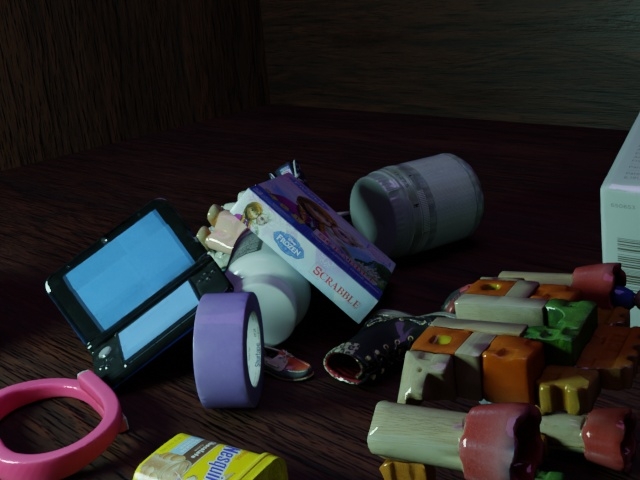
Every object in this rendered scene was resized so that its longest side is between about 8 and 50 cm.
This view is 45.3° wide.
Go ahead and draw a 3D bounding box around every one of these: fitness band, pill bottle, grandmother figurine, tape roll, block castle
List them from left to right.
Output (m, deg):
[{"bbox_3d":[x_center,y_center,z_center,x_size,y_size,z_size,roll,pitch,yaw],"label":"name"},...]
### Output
[{"bbox_3d":[-0.431,0.287,1.217,0.209,0.054,0.291,-18,22,-32],"label":"fitness band"},{"bbox_3d":[-0.146,0.178,1.252,0.080,0.189,0.189,-2,20,6],"label":"tape roll"},{"bbox_3d":[-0.105,0.084,1.527,0.176,0.176,0.318,-4,19,2],"label":"pill bottle"},{"bbox_3d":[-0.109,0.011,1.772,0.342,0.208,0.104,20,-6,21],"label":"grandmother figurine"},{"bbox_3d":[0.258,0.221,0.873,0.213,0.303,0.453,1,19,34],"label":"block castle"}]

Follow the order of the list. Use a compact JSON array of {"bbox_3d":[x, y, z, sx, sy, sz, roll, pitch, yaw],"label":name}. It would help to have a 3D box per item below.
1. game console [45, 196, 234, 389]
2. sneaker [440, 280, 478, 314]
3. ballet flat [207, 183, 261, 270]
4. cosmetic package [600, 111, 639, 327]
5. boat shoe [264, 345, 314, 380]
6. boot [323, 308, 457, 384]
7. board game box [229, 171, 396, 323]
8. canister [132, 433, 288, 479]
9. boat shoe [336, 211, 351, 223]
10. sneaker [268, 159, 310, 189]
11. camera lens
[{"bbox_3d":[-0.340,0.089,1.411,0.293,0.173,0.250,-38,24,-6],"label":"game console"},{"bbox_3d":[0.362,0.130,1.399,0.276,0.098,0.135,-2,17,4],"label":"sneaker"},{"bbox_3d":[-0.211,-0.053,2.010,0.147,0.147,0.409,1,21,16],"label":"ballet flat"},{"bbox_3d":[0.710,-0.047,1.347,0.327,0.329,0.394,8,40,33],"label":"cosmetic package"},{"bbox_3d":[-0.073,0.213,1.356,0.137,0.043,0.049,10,22,32],"label":"boat shoe"},{"bbox_3d":[0.140,0.190,1.312,0.236,0.085,0.178,3,22,39],"label":"boot"},{"bbox_3d":[0.000,0.000,1.546,0.318,0.066,0.318,41,15,1],"label":"board game box"},{"bbox_3d":[-0.148,0.322,1.021,0.170,0.073,0.126,5,21,31],"label":"canister"},{"bbox_3d":[0.013,-0.023,1.940,0.095,0.079,0.254,-13,5,27],"label":"boat shoe"},{"bbox_3d":[-0.069,-0.134,2.103,0.099,0.153,0.282,-27,11,0],"label":"sneaker"},{"bbox_3d":[0.238,-0.084,1.855,0.274,0.219,0.219,-16,22,-27],"label":"camera lens"}]
